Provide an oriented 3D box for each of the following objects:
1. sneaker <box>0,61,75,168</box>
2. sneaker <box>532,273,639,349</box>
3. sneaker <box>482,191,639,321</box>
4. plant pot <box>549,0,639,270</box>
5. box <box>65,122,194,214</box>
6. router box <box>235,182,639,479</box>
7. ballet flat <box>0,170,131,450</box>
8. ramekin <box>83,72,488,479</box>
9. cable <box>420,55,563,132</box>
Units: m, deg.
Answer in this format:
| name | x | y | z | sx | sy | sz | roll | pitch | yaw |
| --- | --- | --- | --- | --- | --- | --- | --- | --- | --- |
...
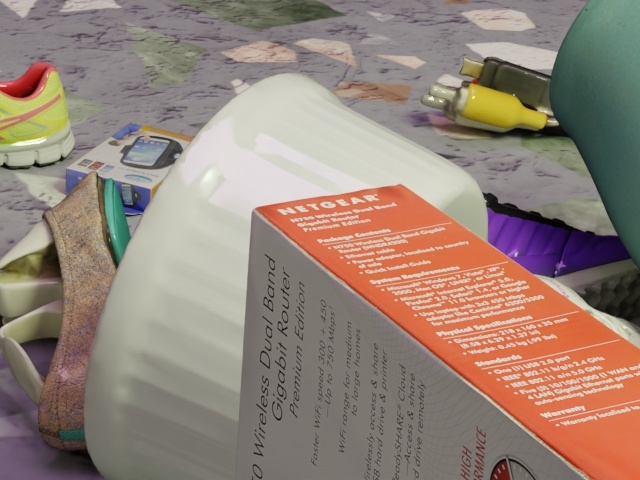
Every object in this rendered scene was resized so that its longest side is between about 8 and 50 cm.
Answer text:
| name | x | y | z | sx | sy | sz | roll | pitch | yaw |
| --- | --- | --- | --- | --- | --- | --- | --- | --- | --- |
| sneaker | -0.310 | -0.108 | 1.666 | 0.208 | 0.094 | 0.081 | -13 | 32 | -30 |
| sneaker | 0.177 | 0.087 | 1.276 | 0.114 | 0.152 | 0.305 | 24 | 30 | 37 |
| sneaker | 0.148 | 0.014 | 1.430 | 0.293 | 0.102 | 0.146 | -9 | 50 | -28 |
| plant pot | 0.298 | -0.067 | 1.321 | 0.272 | 0.271 | 0.255 | -15 | 48 | -35 |
| box | -0.157 | -0.060 | 1.671 | 0.081 | 0.028 | 0.136 | 14 | 25 | 17 |
| router box | 0.066 | 0.187 | 0.831 | 0.082 | 0.335 | 0.301 | -10 | 28 | -29 |
| ballet flat | -0.173 | 0.043 | 1.370 | 0.106 | 0.107 | 0.316 | -13 | 27 | -6 |
| ramekin | -0.010 | 0.050 | 1.191 | 0.135 | 0.277 | 0.277 | 24 | 30 | 19 |
| cable | 0.239 | -0.108 | 1.846 | 0.287 | 0.072 | 0.139 | 21 | 10 | 5 |
